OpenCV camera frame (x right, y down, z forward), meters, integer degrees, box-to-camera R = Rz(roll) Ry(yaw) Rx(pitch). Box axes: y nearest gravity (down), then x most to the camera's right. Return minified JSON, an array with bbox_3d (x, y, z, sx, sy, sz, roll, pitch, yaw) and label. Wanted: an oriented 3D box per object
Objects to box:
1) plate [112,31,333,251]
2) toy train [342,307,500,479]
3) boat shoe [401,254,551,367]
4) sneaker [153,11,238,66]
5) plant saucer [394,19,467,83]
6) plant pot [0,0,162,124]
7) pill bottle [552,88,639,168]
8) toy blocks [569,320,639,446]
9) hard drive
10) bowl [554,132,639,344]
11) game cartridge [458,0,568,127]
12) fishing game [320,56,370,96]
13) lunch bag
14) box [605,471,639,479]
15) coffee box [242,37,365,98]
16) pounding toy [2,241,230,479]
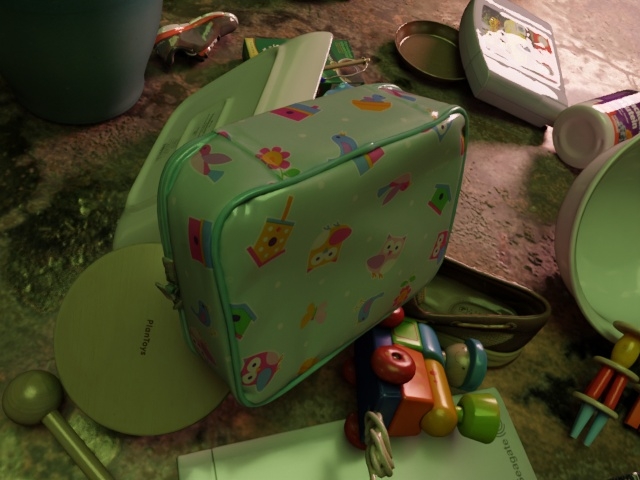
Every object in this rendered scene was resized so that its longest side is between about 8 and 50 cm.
[{"bbox_3d":[-0.126,-0.120,0.625,0.045,0.278,0.277,43,45,-36],"label":"plate"},{"bbox_3d":[0.103,0.162,0.501,0.143,0.105,0.248,14,25,-6],"label":"toy train"},{"bbox_3d":[0.103,0.043,0.635,0.342,0.123,0.123,23,55,3],"label":"boat shoe"},{"bbox_3d":[-0.196,-0.320,0.863,0.158,0.061,0.065,-30,95,-28],"label":"sneaker"},{"bbox_3d":[0.214,-0.345,0.981,0.168,0.029,0.168,6,55,-9],"label":"plant saucer"},{"bbox_3d":[-0.331,-0.304,0.686,0.272,0.255,0.271,6,56,-9],"label":"plant pot"},{"bbox_3d":[0.499,-0.195,0.899,0.194,0.108,0.108,-20,63,-24],"label":"pill bottle"},{"bbox_3d":[0.365,0.188,0.632,0.123,0.054,0.148,33,86,-14],"label":"toy blocks"},{"bbox_3d":[0.057,0.288,0.507,0.353,0.047,0.233,-6,58,-17],"label":"hard drive"},{"bbox_3d":[0.430,-0.012,0.708,0.298,0.134,0.297,-2,101,-9],"label":"bowl"},{"bbox_3d":[0.349,-0.347,0.979,0.196,0.060,0.294,17,54,-12],"label":"game cartridge"},{"bbox_3d":[0.075,-0.163,0.815,0.189,0.041,0.264,-20,76,-25],"label":"fishing game"},{"bbox_3d":[0.000,0.000,0.456,0.279,0.224,0.108,-27,46,-32],"label":"lunch bag"},{"bbox_3d":[0.312,0.299,0.463,0.247,0.142,0.163,13,53,-28],"label":"box"},{"bbox_3d":[-0.029,-0.282,0.874,0.184,0.040,0.113,-5,58,-16],"label":"coffee box"},{"bbox_3d":[-0.178,0.118,0.550,0.183,0.110,0.237,38,84,3],"label":"pounding toy"}]
